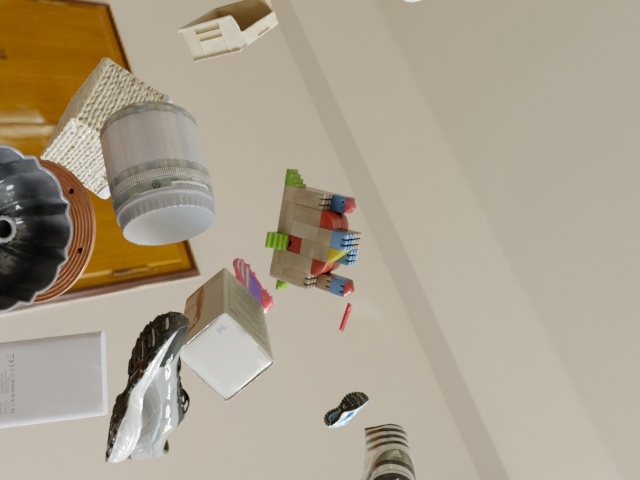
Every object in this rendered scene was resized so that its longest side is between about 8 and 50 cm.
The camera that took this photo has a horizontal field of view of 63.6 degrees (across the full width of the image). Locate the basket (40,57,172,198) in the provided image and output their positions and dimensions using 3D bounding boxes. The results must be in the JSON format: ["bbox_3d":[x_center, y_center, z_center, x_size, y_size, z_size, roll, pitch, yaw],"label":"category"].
[{"bbox_3d":[-0.740,-0.379,1.784,0.328,0.266,0.332,-24,-134,40],"label":"basket"}]

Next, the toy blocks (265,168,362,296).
[{"bbox_3d":[0.000,0.000,1.533,0.260,0.190,0.382,16,-78,29],"label":"toy blocks"}]

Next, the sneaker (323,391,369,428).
[{"bbox_3d":[0.087,0.550,1.665,0.063,0.162,0.073,53,-6,44],"label":"sneaker"}]

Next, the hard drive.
[{"bbox_3d":[-0.713,0.356,1.320,0.040,0.318,0.211,105,-22,-79],"label":"hard drive"}]

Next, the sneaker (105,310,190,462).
[{"bbox_3d":[-0.247,0.226,0.795,0.272,0.107,0.100,-66,-154,19],"label":"sneaker"}]

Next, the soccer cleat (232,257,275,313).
[{"bbox_3d":[-0.255,0.160,1.819,0.248,0.095,0.083,48,-22,27],"label":"soccer cleat"}]

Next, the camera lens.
[{"bbox_3d":[-0.364,-0.153,1.159,0.219,0.219,0.275,-39,-118,47],"label":"camera lens"}]

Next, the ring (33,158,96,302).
[{"bbox_3d":[-0.671,-0.023,1.217,0.336,0.032,0.337,0,-92,15],"label":"ring"}]

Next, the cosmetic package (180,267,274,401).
[{"bbox_3d":[-0.205,0.188,1.111,0.153,0.129,0.296,50,0,-16],"label":"cosmetic package"}]

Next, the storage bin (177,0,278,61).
[{"bbox_3d":[-0.328,-0.777,1.881,0.260,0.262,0.123,-1,-54,29],"label":"storage bin"}]

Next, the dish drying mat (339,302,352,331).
[{"bbox_3d":[0.075,0.227,1.520,0.008,0.032,0.083,11,-110,27],"label":"dish drying mat"}]

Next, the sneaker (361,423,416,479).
[{"bbox_3d":[0.168,0.671,1.363,0.168,0.258,0.448,12,-62,3],"label":"sneaker"}]

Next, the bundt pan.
[{"bbox_3d":[-0.671,-0.025,1.025,0.124,0.330,0.331,2,-79,21],"label":"bundt pan"}]
